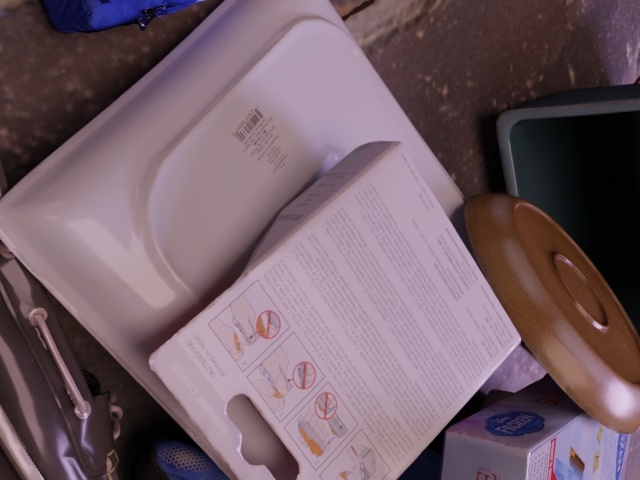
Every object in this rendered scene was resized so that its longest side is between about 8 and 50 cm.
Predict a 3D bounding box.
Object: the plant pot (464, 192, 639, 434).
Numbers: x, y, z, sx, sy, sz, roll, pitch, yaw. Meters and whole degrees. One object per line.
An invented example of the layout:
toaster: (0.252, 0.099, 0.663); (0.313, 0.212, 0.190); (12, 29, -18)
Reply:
plant pot: (0.209, 0.049, 0.715); (0.236, 0.032, 0.236); (39, 28, -26)

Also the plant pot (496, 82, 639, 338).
plant pot: (0.359, -0.055, 0.868); (0.252, 0.248, 0.247); (-34, 117, -48)

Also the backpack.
backpack: (-0.115, -0.189, 0.554); (0.120, 0.101, 0.097); (-25, 118, -37)

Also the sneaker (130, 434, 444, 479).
sneaker: (-0.003, 0.190, 0.696); (0.330, 0.130, 0.147); (19, 65, -37)

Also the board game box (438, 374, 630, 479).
board game box: (0.178, 0.280, 0.704); (0.318, 0.066, 0.318); (-2, 100, -57)

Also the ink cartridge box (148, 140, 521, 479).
ink cartridge box: (0.014, 0.068, 0.561); (0.225, 0.056, 0.181); (-41, 109, -23)

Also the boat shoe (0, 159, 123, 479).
boat shoe: (-0.180, 0.063, 0.527); (0.096, 0.112, 0.335); (-33, 112, -26)

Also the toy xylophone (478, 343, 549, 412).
toy xylophone: (0.255, 0.247, 0.917); (0.323, 0.081, 0.236); (32, 76, -37)

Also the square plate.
square plate: (0.000, 0.000, 0.621); (0.344, 0.049, 0.347); (53, 49, -21)
